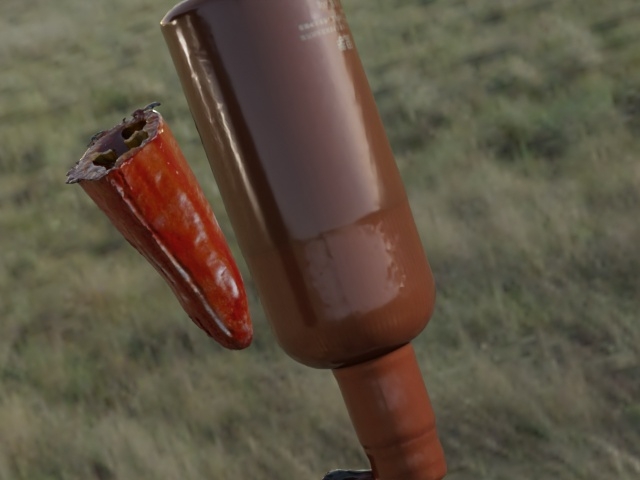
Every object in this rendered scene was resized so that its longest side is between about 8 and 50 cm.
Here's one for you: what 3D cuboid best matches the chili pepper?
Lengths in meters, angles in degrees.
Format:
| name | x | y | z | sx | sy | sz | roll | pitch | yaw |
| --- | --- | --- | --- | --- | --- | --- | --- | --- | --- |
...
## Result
| name | x | y | z | sx | sy | sz | roll | pitch | yaw |
| --- | --- | --- | --- | --- | --- | --- | --- | --- | --- |
| chili pepper | -0.090 | 0.004 | 1.008 | 0.065 | 0.169 | 0.088 | -20 | 24 | 28 |

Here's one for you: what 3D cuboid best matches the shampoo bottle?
| name | x | y | z | sx | sy | sz | roll | pitch | yaw |
| --- | --- | --- | --- | --- | --- | --- | --- | --- | --- |
| shampoo bottle | 0.002 | -0.001 | 0.706 | 0.085 | 0.244 | 0.085 | -17 | 4 | 1 |
